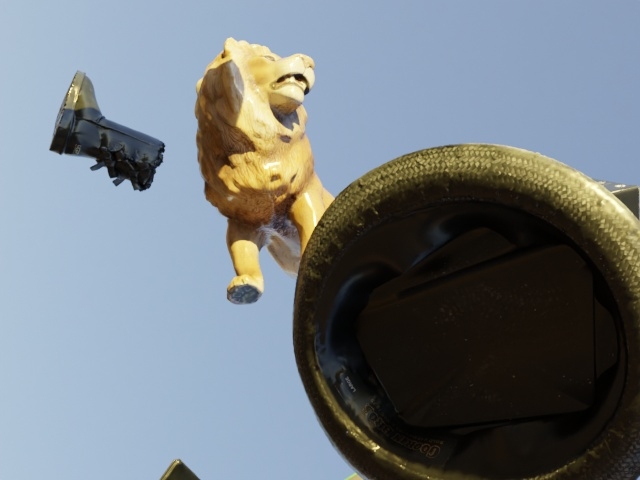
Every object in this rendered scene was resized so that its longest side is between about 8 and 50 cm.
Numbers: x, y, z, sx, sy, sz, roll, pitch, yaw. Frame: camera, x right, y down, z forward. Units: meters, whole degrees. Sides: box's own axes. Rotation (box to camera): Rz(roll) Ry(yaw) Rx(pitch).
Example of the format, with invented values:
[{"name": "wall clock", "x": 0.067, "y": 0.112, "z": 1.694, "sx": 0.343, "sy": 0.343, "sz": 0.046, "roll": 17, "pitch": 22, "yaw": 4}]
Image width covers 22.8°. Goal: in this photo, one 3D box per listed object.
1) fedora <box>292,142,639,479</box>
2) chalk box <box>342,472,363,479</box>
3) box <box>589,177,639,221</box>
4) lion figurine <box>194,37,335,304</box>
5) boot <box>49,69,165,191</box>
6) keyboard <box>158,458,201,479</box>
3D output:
[{"name": "fedora", "x": 0.146, "y": 0.067, "z": 1.257, "sx": 0.334, "sy": 0.152, "sz": 0.334, "roll": 6, "pitch": -78, "yaw": 31}, {"name": "chalk box", "x": 0.143, "y": 0.355, "z": 1.896, "sx": 0.179, "sy": 0.180, "sz": 0.289, "roll": 33, "pitch": -37, "yaw": 50}, {"name": "box", "x": 0.279, "y": 0.058, "z": 1.860, "sx": 0.184, "sy": 0.103, "sz": 0.261, "roll": 17, "pitch": -65, "yaw": 58}, {"name": "lion figurine", "x": 0.000, "y": 0.000, "z": 1.536, "sx": 0.142, "sy": 0.392, "sz": 0.240, "roll": -21, "pitch": -135, "yaw": 13}, {"name": "boot", "x": -0.191, "y": -0.099, "z": 1.446, "sx": 0.121, "sy": 0.099, "sz": 0.045, "roll": -90, "pitch": -155, "yaw": -53}, {"name": "keyboard", "x": -0.223, "y": 0.395, "z": 2.143, "sx": 0.038, "sy": 0.100, "sz": 0.192, "roll": -4, "pitch": -137, "yaw": 52}]
